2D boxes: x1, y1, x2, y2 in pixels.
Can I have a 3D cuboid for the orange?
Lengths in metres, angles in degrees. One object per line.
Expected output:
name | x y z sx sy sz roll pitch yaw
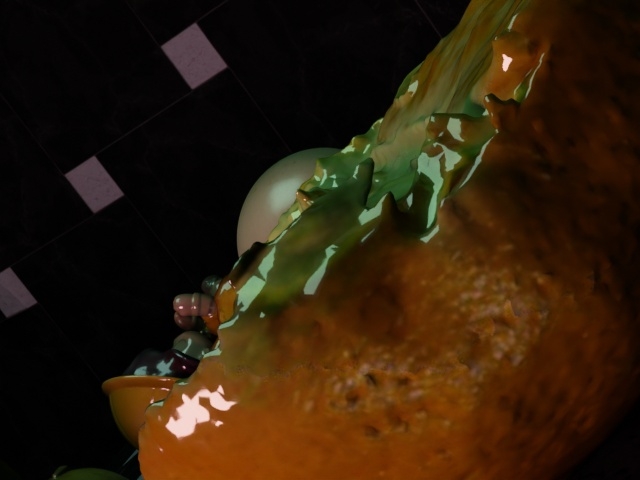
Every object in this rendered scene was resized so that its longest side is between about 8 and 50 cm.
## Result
orange | 0.053 0.014 0.625 0.334 0.196 0.262 -44 -12 -10

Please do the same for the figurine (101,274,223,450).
figurine | -0.157 0.168 1.874 0.257 0.167 0.192 -51 -20 -20

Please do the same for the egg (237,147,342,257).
egg | 0.000 0.000 1.606 0.188 0.188 0.253 -49 -4 -22

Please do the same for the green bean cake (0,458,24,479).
green bean cake | -0.370 0.360 1.655 0.156 0.247 0.250 -47 3 -5

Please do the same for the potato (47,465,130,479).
potato | -0.190 0.273 1.119 0.228 0.149 0.197 101 171 -75
